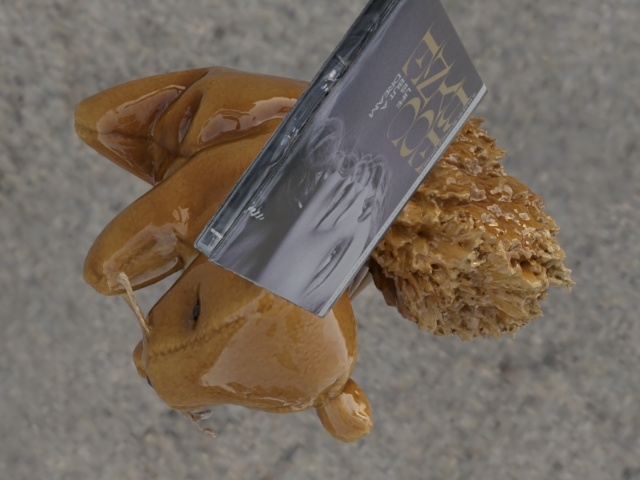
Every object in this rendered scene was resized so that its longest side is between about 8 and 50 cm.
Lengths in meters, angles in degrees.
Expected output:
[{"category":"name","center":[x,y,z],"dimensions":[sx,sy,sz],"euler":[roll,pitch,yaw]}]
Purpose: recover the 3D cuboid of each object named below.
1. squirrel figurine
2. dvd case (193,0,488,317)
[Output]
[{"category":"squirrel figurine","center":[0.000,0.000,1.340],"dimensions":[0.397,0.370,0.281],"euler":[-17,110,0]},{"category":"dvd case","center":[0.020,-0.041,0.828],"dimensions":[0.164,0.018,0.221],"euler":[-54,164,0]}]
